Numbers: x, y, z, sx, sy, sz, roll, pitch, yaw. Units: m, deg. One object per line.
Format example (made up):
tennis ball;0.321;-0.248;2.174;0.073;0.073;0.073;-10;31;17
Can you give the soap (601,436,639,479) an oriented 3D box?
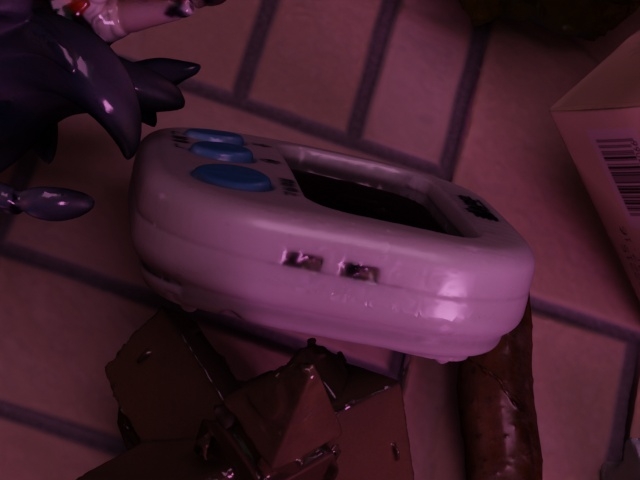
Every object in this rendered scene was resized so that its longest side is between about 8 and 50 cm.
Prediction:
soap;0.293;0.186;1.179;0.198;0.063;0.115;0;61;-16

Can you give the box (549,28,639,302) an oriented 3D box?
box;0.275;-0.046;1.225;0.168;0.095;0.212;-42;114;-31

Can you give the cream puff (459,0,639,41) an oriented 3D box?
cream puff;0.191;-0.245;1.332;0.281;0.185;0.282;-7;26;3

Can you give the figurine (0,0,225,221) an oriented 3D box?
figurine;-0.199;-0.110;1.102;0.197;0.265;0.175;-44;119;-32

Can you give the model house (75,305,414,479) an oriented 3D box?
model house;-0.043;0.106;1.023;0.181;0.248;0.176;-25;71;-27

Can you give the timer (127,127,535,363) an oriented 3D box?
timer;0.000;-0.001;1.110;0.237;0.262;0.087;13;102;-10

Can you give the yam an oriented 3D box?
yam;0.116;0.103;1.180;0.056;0.057;0.241;8;62;-11
